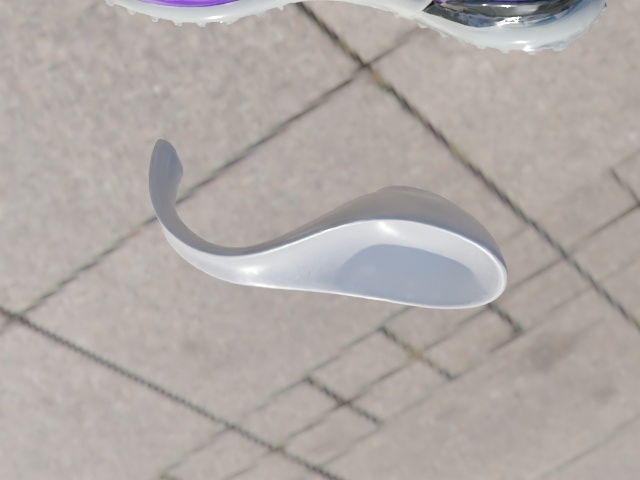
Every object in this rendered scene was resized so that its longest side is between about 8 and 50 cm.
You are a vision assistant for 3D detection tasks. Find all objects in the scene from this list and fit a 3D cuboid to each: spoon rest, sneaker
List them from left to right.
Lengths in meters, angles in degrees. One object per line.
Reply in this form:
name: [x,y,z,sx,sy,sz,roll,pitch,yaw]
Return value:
sneaker: [-0.004,-0.178,0.876,0.293,0.102,0.146,6,157,11]
spoon rest: [0.000,0.000,1.294,0.276,0.084,0.137,13,155,16]
